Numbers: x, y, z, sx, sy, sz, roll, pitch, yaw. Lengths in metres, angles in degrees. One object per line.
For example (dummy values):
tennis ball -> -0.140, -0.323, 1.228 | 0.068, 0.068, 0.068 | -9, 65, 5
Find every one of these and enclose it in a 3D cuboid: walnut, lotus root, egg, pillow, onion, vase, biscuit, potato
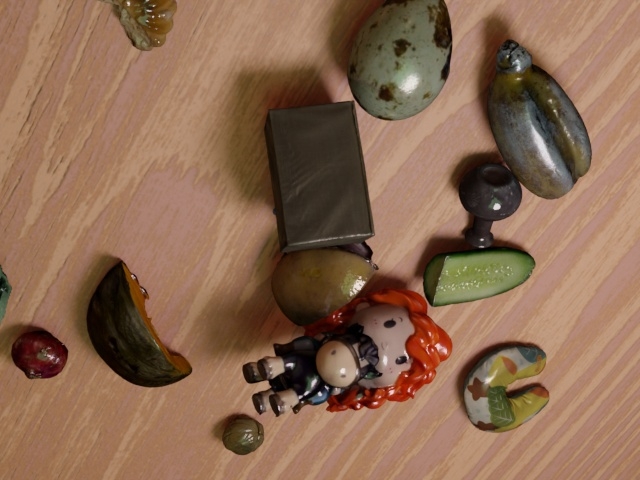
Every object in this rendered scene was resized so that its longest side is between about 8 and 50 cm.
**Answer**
walnut -> -0.165, 0.420, 1.927 | 0.092, 0.092, 0.092 | -6, 122, -10
lotus root -> 0.380, -0.221, 1.627 | 0.158, 0.140, 0.322 | -41, 115, -15
egg -> 0.137, -0.312, 1.494 | 0.169, 0.169, 0.231 | 14, 106, -21
pillow -> 0.419, 0.334, 2.019 | 0.214, 0.086, 0.233 | -20, 122, -14
onion -> -0.535, 0.221, 1.707 | 0.107, 0.097, 0.107 | 4, 135, 4
vase -> 0.321, -0.062, 1.735 | 0.120, 0.120, 0.182 | -8, 139, -9
biscuit -> -0.293, -0.386, 1.408 | 0.118, 0.061, 0.183 | -35, 122, 7
potato -> -0.028, 0.088, 1.664 | 0.120, 0.100, 0.261 | 37, 146, -23

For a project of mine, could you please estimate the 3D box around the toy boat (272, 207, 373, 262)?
toy boat -> 0.000, 0.000, 1.703 | 0.223, 0.100, 0.097 | 38, 134, -24

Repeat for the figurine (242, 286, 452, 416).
figurine -> 0.051, 0.225, 1.723 | 0.306, 0.241, 0.412 | -40, 159, 32

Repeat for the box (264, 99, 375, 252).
box -> -0.006, -0.105, 1.538 | 0.149, 0.155, 0.231 | -7, 86, -8

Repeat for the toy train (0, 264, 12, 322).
toy train -> -0.685, 0.039, 1.540 | 0.178, 0.138, 0.330 | -21, 127, 11

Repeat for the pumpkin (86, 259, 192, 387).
pumpkin -> -0.353, 0.210, 1.695 | 0.148, 0.169, 0.312 | -28, 123, 1

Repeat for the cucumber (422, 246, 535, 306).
cucumber -> 0.323, 0.062, 1.819 | 0.244, 0.063, 0.115 | -3, 113, -24
